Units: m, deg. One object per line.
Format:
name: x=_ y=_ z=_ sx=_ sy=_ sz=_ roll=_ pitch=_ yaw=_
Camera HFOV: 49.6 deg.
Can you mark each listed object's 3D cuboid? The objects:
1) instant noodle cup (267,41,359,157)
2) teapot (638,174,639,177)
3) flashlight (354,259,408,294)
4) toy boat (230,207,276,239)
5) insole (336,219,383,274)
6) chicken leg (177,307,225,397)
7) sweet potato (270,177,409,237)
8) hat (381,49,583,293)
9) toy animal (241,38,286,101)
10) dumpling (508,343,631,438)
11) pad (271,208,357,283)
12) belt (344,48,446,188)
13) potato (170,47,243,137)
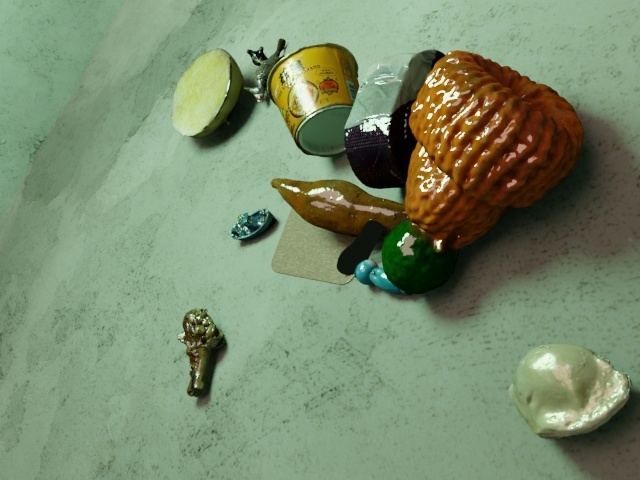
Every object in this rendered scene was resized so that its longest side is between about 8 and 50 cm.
instant noodle cup: x=0.004 y=-0.300 z=1.531 sx=0.216 sy=0.216 sz=0.172 roll=-34 pitch=56 yaw=26
teapot: x=0.519 y=-0.116 z=0.976 sx=0.119 sy=0.130 sz=0.165 roll=-61 pitch=6 yaw=22
flashlight: x=0.119 y=0.074 z=1.307 sx=0.129 sy=0.051 sz=0.051 roll=23 pitch=85 yaw=44
toy boat: x=-0.164 y=-0.041 z=1.643 sx=0.137 sy=0.061 sz=0.060 roll=-20 pitch=54 yaw=35
insole: x=0.077 y=0.016 z=1.358 sx=0.152 sy=0.053 sz=0.002 roll=-60 pitch=-6 yaw=36
chicken leg: x=-0.272 y=0.249 z=1.580 sx=0.125 sy=0.080 sz=0.196 roll=-44 pitch=50 yaw=32
sweet potato: x=0.050 y=-0.064 z=1.397 sx=0.359 sy=0.112 sz=0.112 roll=19 pitch=81 yaw=24
hat: x=0.251 y=-0.098 z=1.187 sx=0.285 sy=0.285 sz=0.400 roll=63 pitch=141 yaw=44
toy animal: x=-0.151 y=-0.455 z=1.870 sx=0.105 sy=0.070 sz=0.202 roll=-3 pitch=60 yaw=23
dumpling: x=0.335 y=0.212 z=0.965 sx=0.136 sy=0.118 sz=0.199 roll=-64 pitch=20 yaw=-8
pad: x=0.000 y=0.000 z=1.500 sx=0.266 sy=0.002 sz=0.176 roll=8 pitch=73 yaw=47
belt: x=0.151 y=-0.238 z=1.357 sx=0.164 sy=0.184 sz=0.289 roll=-4 pitch=60 yaw=49
potato: x=-0.297 y=-0.392 z=1.932 sx=0.299 sy=0.116 sz=0.239 roll=-22 pitch=59 yaw=45
